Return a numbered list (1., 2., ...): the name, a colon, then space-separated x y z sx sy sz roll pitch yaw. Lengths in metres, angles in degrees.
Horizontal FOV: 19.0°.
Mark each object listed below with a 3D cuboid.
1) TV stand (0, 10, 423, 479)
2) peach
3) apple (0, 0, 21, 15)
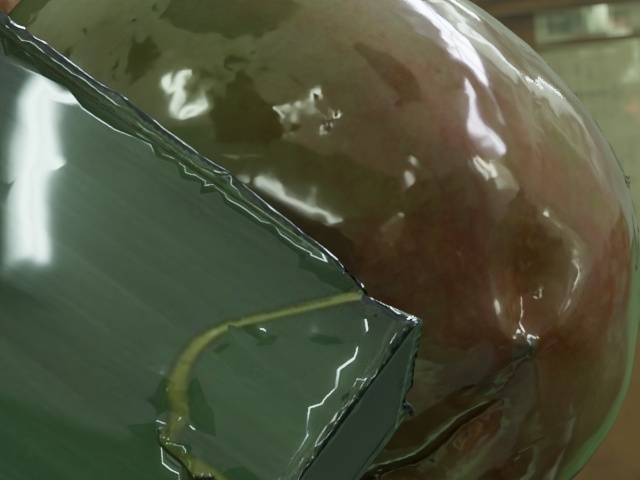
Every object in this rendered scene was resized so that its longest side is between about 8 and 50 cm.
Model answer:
1. TV stand: -0.110 -0.021 0.393 0.269 0.083 0.088 36 -16 10
2. peach: -0.001 0.000 0.772 0.292 0.247 0.292 28 -19 11
3. apple: -0.225 -0.095 0.946 0.272 0.206 0.251 -5 -23 23
